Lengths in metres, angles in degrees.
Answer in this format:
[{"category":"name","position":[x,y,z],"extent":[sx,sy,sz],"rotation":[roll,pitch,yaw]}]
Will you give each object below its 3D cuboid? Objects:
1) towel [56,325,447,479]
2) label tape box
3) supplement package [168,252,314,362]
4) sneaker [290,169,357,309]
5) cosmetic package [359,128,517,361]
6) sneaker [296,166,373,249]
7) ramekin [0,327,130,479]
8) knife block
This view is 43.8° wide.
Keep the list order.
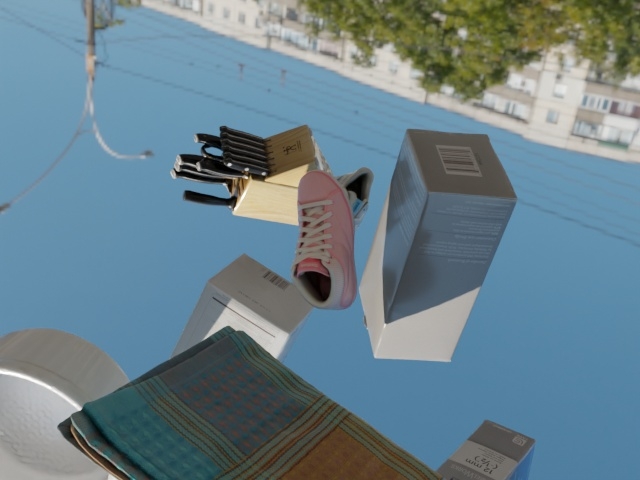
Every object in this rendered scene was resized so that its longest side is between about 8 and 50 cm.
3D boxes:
[{"category":"towel","position":[-0.013,0.217,0.729],"extent":[0.370,0.040,0.271],"rotation":[31,-158,17]},{"category":"label tape box","position":[0.246,0.508,1.401],"extent":[0.115,0.249,0.347],"rotation":[20,-154,33]},{"category":"supplement package","position":[-0.131,0.167,1.154],"extent":[0.139,0.244,0.134],"rotation":[32,-157,6]},{"category":"sneaker","position":[0.000,0.000,0.726],"extent":[0.050,0.134,0.070],"rotation":[-10,179,22]},{"category":"cosmetic package","position":[0.119,0.010,0.879],"extent":[0.107,0.238,0.127],"rotation":[3,-140,-10]},{"category":"sneaker","position":[0.026,-0.029,1.119],"extent":[0.071,0.083,0.191],"rotation":[29,-119,-16]},{"category":"ramekin","position":[-0.365,0.247,1.017],"extent":[0.277,0.277,0.135],"rotation":[9,-158,5]},{"category":"knife block","position":[-0.104,-0.088,1.345],"extent":[0.242,0.276,0.088],"rotation":[-18,-126,11]}]
